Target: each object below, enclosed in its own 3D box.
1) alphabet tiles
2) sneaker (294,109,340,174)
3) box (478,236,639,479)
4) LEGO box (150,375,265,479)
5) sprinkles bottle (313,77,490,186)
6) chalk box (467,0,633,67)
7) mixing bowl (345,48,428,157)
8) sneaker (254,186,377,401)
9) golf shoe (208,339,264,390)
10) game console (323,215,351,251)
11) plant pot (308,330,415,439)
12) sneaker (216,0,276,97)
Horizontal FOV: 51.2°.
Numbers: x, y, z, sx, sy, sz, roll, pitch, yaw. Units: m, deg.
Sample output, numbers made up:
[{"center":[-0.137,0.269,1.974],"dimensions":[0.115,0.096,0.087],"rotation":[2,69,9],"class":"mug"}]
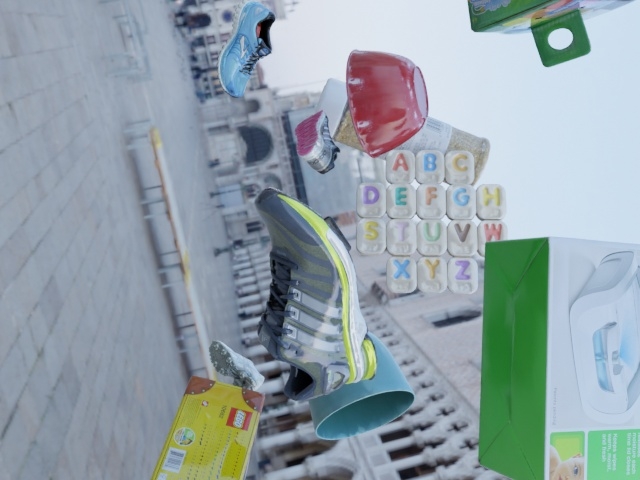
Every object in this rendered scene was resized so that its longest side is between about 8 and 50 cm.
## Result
[{"center":[0.209,-0.039,1.258],"dimensions":[0.021,0.284,0.278],"rotation":[78,13,-78],"class":"alphabet tiles"},{"center":[-0.002,-0.173,1.199],"dimensions":[0.075,0.063,0.170],"rotation":[51,20,-27],"class":"sneaker"},{"center":[0.311,0.134,0.762],"dimensions":[0.127,0.231,0.262],"rotation":[172,-78,-71],"class":"box"},{"center":[-0.296,0.634,1.545],"dimensions":[0.500,0.193,0.373],"rotation":[-76,180,-50],"class":"LEGO box"},{"center":[0.160,-0.212,1.354],"dimensions":[0.121,0.355,0.121],"rotation":[-160,-90,-86],"class":"sprinkles bottle"},{"center":[0.335,-0.410,0.993],"dimensions":[0.180,0.179,0.289],"rotation":[-5,-85,58],"class":"chalk box"},{"center":[0.119,-0.232,1.093],"dimensions":[0.181,0.098,0.182],"rotation":[-7,90,-66],"class":"mixing bowl"},{"center":[-0.022,0.077,0.794],"dimensions":[0.111,0.121,0.300],"rotation":[26,-38,55],"class":"sneaker"},{"center":[-0.223,0.332,1.775],"dimensions":[0.176,0.069,0.086],"rotation":[45,22,17],"class":"golf shoe"},{"center":[0.000,0.000,1.731],"dimensions":[0.107,0.071,0.122],"rotation":[4,-43,47],"class":"game console"},{"center":[0.087,0.388,1.884],"dimensions":[0.293,0.293,0.235],"rotation":[88,-17,-56],"class":"plant pot"},{"center":[-0.120,-0.315,1.113],"dimensions":[0.063,0.073,0.162],"rotation":[-10,121,-60],"class":"sneaker"}]
